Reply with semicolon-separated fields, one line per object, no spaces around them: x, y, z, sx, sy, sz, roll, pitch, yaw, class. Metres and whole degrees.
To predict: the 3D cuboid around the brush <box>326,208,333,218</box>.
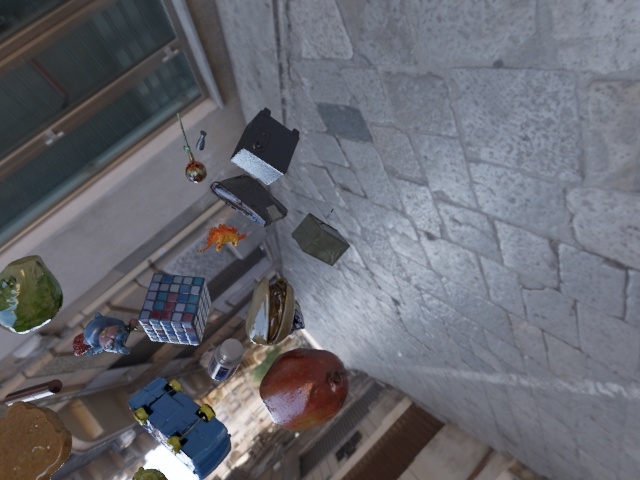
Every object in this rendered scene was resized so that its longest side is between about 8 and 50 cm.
0.050;-0.140;2.131;0.008;0.024;0.083;42;133;5;brush

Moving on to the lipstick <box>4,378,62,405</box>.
-1.152;0.610;1.629;0.057;0.357;0.057;40;-140;-44;lipstick

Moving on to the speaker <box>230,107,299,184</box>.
-0.252;-0.439;1.918;0.232;0.254;0.184;32;153;-25;speaker

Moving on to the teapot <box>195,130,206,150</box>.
-0.592;-0.499;2.032;0.043;0.043;0.110;47;141;7;teapot

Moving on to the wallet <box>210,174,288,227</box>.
-0.265;-0.160;1.582;0.262;0.071;0.221;38;-158;6;wallet

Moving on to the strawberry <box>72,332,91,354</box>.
-1.050;0.459;1.795;0.083;0.083;0.096;59;-164;-45;strawberry

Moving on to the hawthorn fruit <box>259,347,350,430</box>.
-0.023;0.378;1.055;0.262;0.210;0.210;-24;114;36;hawthorn fruit

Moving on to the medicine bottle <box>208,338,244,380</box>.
-0.356;0.449;1.545;0.107;0.107;0.191;45;135;13;medicine bottle

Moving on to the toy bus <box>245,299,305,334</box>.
-0.244;0.436;2.274;0.179;0.305;0.143;-91;-19;-61;toy bus

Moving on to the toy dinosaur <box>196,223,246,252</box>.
-0.442;-0.018;1.824;0.070;0.288;0.117;4;102;38;toy dinosaur

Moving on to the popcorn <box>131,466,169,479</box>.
-0.435;0.657;1.028;0.136;0.141;0.162;6;160;1;popcorn

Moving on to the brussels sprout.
-1.040;0.191;1.440;0.219;0.271;0.210;17;-162;28;brussels sprout

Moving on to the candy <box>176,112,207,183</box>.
-0.534;-0.371;1.642;0.084;0.078;0.287;-32;-72;-62;candy

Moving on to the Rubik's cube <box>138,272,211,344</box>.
-0.785;0.378;2.240;0.287;0.292;0.293;6;145;-2;Rubik's cube

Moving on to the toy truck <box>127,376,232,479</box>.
-0.445;0.583;1.295;0.385;0.161;0.162;14;128;37;toy truck

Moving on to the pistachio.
-0.138;0.197;1.128;0.130;0.206;0.131;4;-165;-26;pistachio

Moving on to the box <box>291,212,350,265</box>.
0.000;0.000;2.019;0.231;0.155;0.149;31;-164;-43;box

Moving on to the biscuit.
-0.933;0.686;1.290;0.351;0.312;0.057;0;162;23;biscuit

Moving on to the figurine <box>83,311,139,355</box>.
-0.601;0.282;1.200;0.178;0.114;0.144;9;178;37;figurine
